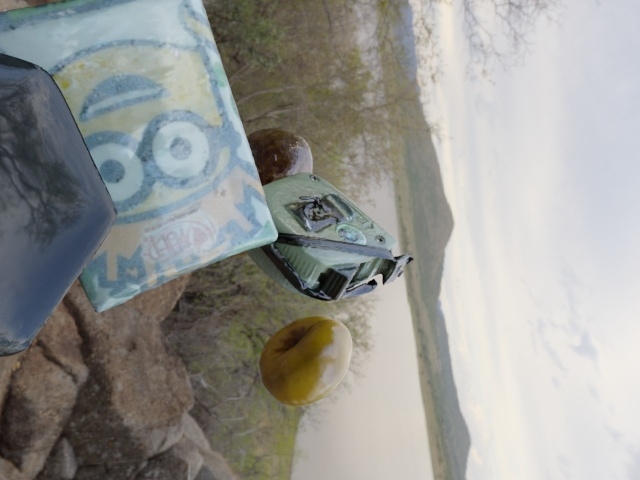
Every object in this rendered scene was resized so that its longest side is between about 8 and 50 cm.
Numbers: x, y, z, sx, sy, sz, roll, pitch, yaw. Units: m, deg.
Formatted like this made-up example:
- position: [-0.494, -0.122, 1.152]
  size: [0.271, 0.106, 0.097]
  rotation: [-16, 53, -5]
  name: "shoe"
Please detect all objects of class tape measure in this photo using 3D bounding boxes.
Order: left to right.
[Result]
- position: [0.000, 0.000, 0.812]
  size: [0.207, 0.235, 0.115]
  rotation: [-26, 152, -50]
  name: "tape measure"

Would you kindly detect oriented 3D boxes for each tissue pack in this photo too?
- position: [-0.205, -0.107, 0.588]
  size: [0.128, 0.228, 0.310]
  rotation: [31, -40, 64]
  name: "tissue pack"

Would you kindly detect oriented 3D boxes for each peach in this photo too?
- position: [-0.025, 0.204, 0.918]
  size: [0.103, 0.179, 0.179]
  rotation: [54, 19, -22]
  name: "peach"

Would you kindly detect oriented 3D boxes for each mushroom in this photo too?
- position: [-0.162, -0.125, 1.293]
  size: [0.239, 0.345, 0.345]
  rotation: [66, 18, -45]
  name: "mushroom"

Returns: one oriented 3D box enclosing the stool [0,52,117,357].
- position: [-0.278, -0.027, 0.372]
  size: [0.141, 0.232, 0.232]
  rotation: [-1, -82, 54]
  name: "stool"
